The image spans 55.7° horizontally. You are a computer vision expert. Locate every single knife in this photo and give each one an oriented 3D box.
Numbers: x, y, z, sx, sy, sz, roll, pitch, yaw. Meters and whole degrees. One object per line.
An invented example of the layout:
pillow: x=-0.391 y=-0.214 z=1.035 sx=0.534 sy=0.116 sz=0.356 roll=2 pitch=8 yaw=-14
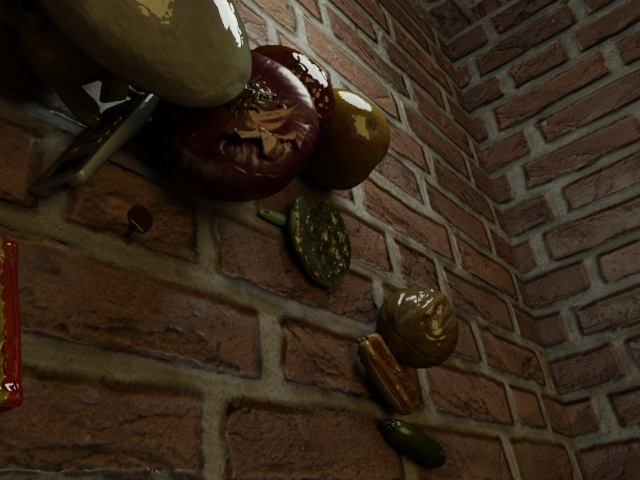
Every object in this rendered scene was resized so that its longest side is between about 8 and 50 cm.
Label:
knife: x=-0.056 y=-0.041 z=1.506 sx=0.293 sy=0.020 sz=0.043 roll=21 pitch=53 yaw=-51

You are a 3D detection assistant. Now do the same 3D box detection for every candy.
candy: x=-0.263 y=-0.405 z=0.991 sx=0.427 sy=0.186 sz=0.386 roll=41 pitch=34 yaw=-43

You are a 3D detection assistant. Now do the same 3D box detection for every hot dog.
hot dog: x=0.162 y=0.337 z=1.488 sx=0.249 sy=0.076 sz=0.102 roll=55 pitch=33 yaw=-17

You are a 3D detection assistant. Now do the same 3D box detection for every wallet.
wallet: x=-0.441 y=0.096 z=0.758 sx=0.141 sy=0.067 sz=0.241 roll=19 pitch=51 yaw=-53

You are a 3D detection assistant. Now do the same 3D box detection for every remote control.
remote control: x=-0.369 y=-0.169 z=1.044 sx=0.313 sy=0.109 sz=0.055 roll=-73 pitch=144 yaw=-50

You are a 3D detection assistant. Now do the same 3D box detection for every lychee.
lychee: x=-0.107 y=-0.350 z=1.469 sx=0.255 sy=0.300 sz=0.255 roll=-17 pitch=115 yaw=-41

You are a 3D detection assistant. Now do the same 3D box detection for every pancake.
pancake: x=0.000 y=0.000 z=1.520 sx=0.253 sy=0.037 sz=0.253 roll=33 pitch=48 yaw=-46

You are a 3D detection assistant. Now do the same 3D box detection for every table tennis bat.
table tennis bat: x=-0.329 y=-0.033 z=1.089 sx=0.050 sy=0.007 sz=0.083 roll=51 pitch=30 yaw=-21

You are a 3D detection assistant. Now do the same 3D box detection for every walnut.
walnut: x=0.252 y=0.230 z=1.590 sx=0.228 sy=0.228 sz=0.228 roll=37 pitch=39 yaw=-37

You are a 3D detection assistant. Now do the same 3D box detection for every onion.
onion: x=-0.180 y=-0.220 z=1.257 sx=0.348 sy=0.285 sz=0.347 roll=5 pitch=62 yaw=-9

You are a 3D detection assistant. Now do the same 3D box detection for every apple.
apple: x=0.049 y=-0.276 z=1.628 sx=0.264 sy=0.264 sz=0.264 roll=37 pitch=39 yaw=-37

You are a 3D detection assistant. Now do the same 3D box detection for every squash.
squash: x=0.238 y=0.501 z=1.485 sx=0.258 sy=0.069 sz=0.069 roll=41 pitch=37 yaw=-34

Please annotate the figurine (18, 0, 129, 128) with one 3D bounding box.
figurine: x=-0.403 y=-0.349 z=1.066 sx=0.326 sy=0.169 sz=0.218 roll=-60 pitch=145 yaw=-48
